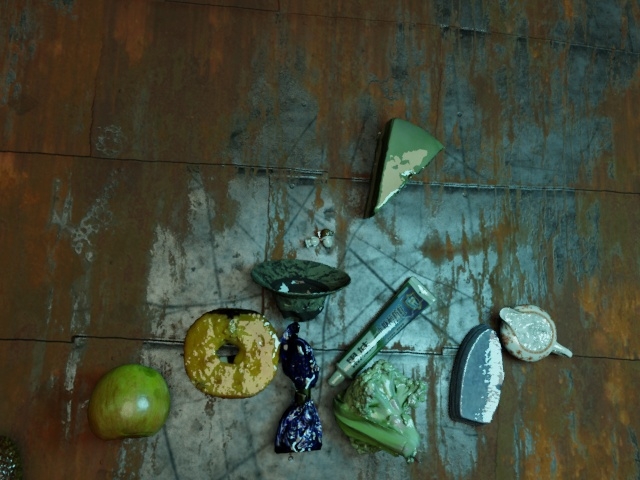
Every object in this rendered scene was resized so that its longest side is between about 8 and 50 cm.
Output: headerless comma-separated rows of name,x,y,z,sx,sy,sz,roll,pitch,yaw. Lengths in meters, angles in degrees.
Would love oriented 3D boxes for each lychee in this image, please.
lychee,-0.795,0.556,1.498,0.195,0.194,0.194,2,79,-9

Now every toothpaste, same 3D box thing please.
toothpaste,0.163,0.260,1.770,0.099,0.061,0.392,45,74,3

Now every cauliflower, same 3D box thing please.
cauliflower,0.170,0.456,1.637,0.315,0.239,0.256,43,106,40

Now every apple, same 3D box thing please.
apple,-0.469,0.398,1.577,0.196,0.196,0.195,2,79,-9

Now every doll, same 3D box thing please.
doll,-0.003,-0.006,1.805,0.085,0.040,0.058,3,89,-9

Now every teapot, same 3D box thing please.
teapot,0.599,0.268,1.817,0.246,0.116,0.159,23,64,-2

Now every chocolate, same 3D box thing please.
chocolate,-0.053,0.385,1.670,0.126,0.148,0.343,2,82,-9

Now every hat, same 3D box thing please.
hat,-0.053,0.145,1.705,0.266,0.265,0.128,-2,111,-10

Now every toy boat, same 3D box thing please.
toy boat,0.439,0.371,1.788,0.127,0.078,0.282,14,79,-3

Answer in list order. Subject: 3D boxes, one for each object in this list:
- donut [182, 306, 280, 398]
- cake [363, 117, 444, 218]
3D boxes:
donut,-0.227,0.290,1.656,0.254,0.118,0.253,-1,79,5
cake,0.181,-0.209,1.817,0.172,0.158,0.283,45,79,1
